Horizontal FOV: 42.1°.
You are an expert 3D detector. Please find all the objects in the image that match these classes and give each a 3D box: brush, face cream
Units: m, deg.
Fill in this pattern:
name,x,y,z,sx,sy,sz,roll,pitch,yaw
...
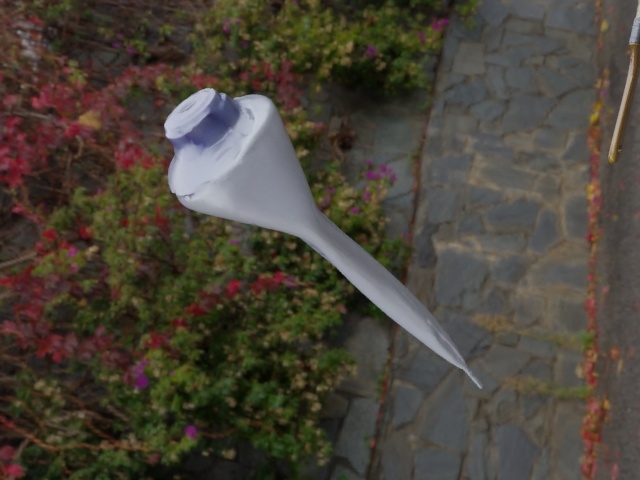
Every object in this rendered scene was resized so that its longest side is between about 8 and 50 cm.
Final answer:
name,x,y,z,sx,sy,sz,roll,pitch,yaw
brush,0.289,-0.155,0.771,0.043,0.014,0.170,4,-81,-55
face cream,0.000,0.000,0.904,0.137,0.420,0.235,-47,28,-1
